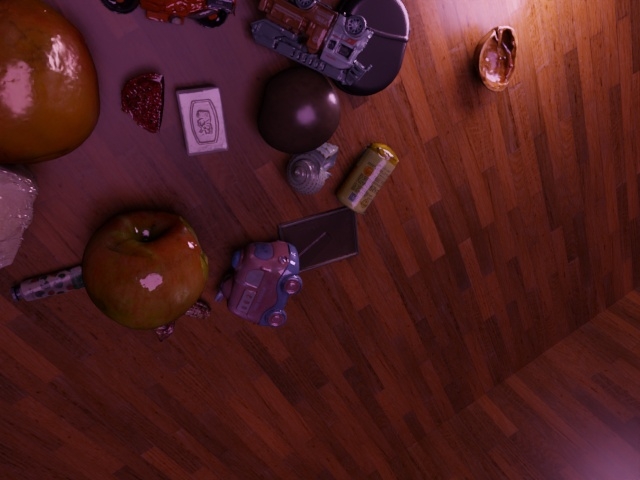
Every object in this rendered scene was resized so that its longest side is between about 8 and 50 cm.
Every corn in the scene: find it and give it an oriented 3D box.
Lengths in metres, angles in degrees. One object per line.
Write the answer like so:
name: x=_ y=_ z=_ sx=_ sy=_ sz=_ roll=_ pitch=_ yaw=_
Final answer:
corn: x=-0.467 y=0.204 z=1.580 sx=0.237 sy=0.079 sz=0.079 roll=32 pitch=100 yaw=-36

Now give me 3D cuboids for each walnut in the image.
walnut: x=0.569 y=-0.605 z=1.605 sx=0.167 sy=0.087 sz=0.211 roll=-26 pitch=126 yaw=-18

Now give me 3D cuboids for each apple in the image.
apple: x=-0.485 y=0.085 z=1.360 sx=0.340 sy=0.339 sz=0.339 roll=-10 pitch=120 yaw=-19

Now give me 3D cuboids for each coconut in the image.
coconut: x=-0.842 y=-0.081 z=1.133 sx=0.255 sy=0.297 sz=0.297 roll=22 pitch=106 yaw=-44

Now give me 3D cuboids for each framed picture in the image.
framed picture: x=0.000 y=0.000 z=1.714 sx=0.290 sy=0.016 sz=0.213 roll=-17 pitch=122 yaw=-15

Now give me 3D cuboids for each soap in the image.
soap: x=-0.332 y=-0.340 z=1.359 sx=0.122 sy=0.064 sz=0.183 roll=-12 pitch=119 yaw=-15

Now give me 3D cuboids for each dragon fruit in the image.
dragon fruit: x=-0.468 y=-0.377 z=1.275 sx=0.107 sy=0.083 sz=0.162 roll=6 pitch=123 yaw=-13

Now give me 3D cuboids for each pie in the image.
pie: x=-0.537 y=0.262 z=1.602 sx=0.092 sy=0.034 sz=0.169 roll=-28 pitch=123 yaw=-4

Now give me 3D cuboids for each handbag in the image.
handbag: x=0.145 y=-0.582 z=1.425 sx=0.254 sy=0.093 sz=0.307 roll=3 pitch=115 yaw=-24

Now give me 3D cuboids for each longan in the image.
longan: x=-0.067 y=-0.367 z=1.376 sx=0.249 sy=0.248 sz=0.248 roll=-10 pitch=120 yaw=-19

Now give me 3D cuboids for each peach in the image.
peach: x=-0.669 y=-0.341 z=1.058 sx=0.372 sy=0.290 sz=0.372 roll=-46 pitch=144 yaw=-47

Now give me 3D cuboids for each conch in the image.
conch: x=-0.031 y=-0.233 z=1.510 sx=0.131 sy=0.200 sz=0.172 roll=21 pitch=110 yaw=5

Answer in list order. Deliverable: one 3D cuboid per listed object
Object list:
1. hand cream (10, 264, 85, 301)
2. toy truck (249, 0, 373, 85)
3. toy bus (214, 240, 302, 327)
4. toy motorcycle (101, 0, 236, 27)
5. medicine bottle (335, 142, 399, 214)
hand cream: x=-0.752 y=0.119 z=1.420 sx=0.276 sy=0.059 sz=0.095 roll=-17 pitch=123 yaw=-21
toy truck: x=-0.008 y=-0.551 z=1.287 sx=0.339 sy=0.133 sz=0.184 roll=27 pitch=115 yaw=-6
toy bus: x=-0.202 y=0.132 z=1.593 sx=0.232 sy=0.197 sz=0.294 roll=18 pitch=115 yaw=-18
toy motorcycle: x=-0.358 y=-0.635 z=1.155 sx=0.326 sy=0.147 sz=0.221 roll=0 pitch=138 yaw=-22
medicine bottle: x=0.158 y=-0.213 z=1.613 sx=0.124 sy=0.124 sz=0.238 roll=26 pitch=103 yaw=-32
